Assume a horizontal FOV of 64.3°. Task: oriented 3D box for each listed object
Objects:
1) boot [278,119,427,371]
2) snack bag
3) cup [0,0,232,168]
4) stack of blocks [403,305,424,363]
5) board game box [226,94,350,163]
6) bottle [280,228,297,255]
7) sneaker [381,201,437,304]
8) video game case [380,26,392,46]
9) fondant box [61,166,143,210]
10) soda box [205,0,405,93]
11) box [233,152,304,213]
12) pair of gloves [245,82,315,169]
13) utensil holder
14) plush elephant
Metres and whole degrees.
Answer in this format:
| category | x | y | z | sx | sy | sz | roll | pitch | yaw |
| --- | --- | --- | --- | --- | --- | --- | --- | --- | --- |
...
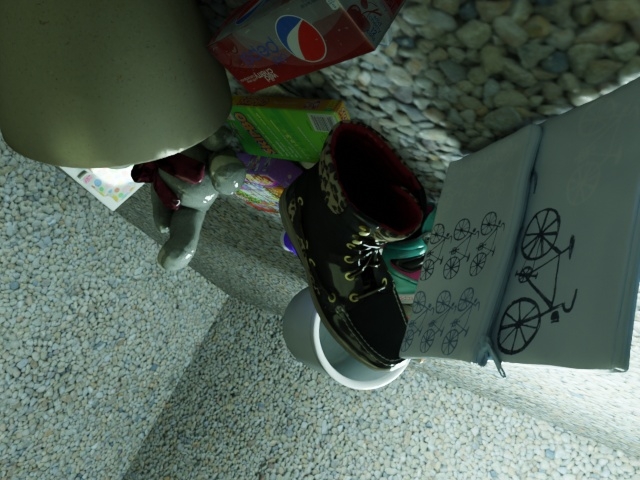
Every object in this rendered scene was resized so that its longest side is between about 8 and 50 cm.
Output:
| category | x | y | z | sx | sy | sz | roll | pitch | yaw |
| --- | --- | --- | --- | --- | --- | --- | --- | --- | --- |
| boot | 0.071 | 0.020 | 0.799 | 0.377 | 0.138 | 0.284 | 65 | 158 | 11 |
| snack bag | 0.225 | -0.005 | 0.592 | 0.037 | 0.323 | 0.342 | 24 | 164 | -17 |
| cup | -0.299 | -0.287 | 0.693 | 0.331 | 0.331 | 0.237 | 21 | 136 | 21 |
| stack of blocks | 0.212 | 0.141 | 1.116 | 0.171 | 0.087 | 0.297 | 19 | -157 | 30 |
| board game box | -0.055 | -0.187 | 0.870 | 0.259 | 0.039 | 0.124 | 11 | 149 | 33 |
| bottle | 0.000 | 0.000 | 1.280 | 0.092 | 0.118 | 0.283 | 39 | 159 | -31 |
| sneaker | 0.248 | 0.013 | 0.960 | 0.295 | 0.124 | 0.178 | -9 | 115 | 15 |
| video game case | 0.019 | -0.302 | 0.586 | 0.119 | 0.015 | 0.166 | 22 | 161 | 22 |
| fondant box | -0.461 | -0.245 | 1.068 | 0.096 | 0.238 | 0.330 | 40 | 169 | 30 |
| soda box | -0.030 | -0.258 | 0.614 | 0.092 | 0.083 | 0.263 | 41 | 159 | -33 |
| box | -0.120 | -0.124 | 1.161 | 0.201 | 0.057 | 0.293 | 34 | 165 | -38 |
| pair of gloves | -0.041 | -0.190 | 0.943 | 0.240 | 0.042 | 0.204 | 34 | 161 | -19 |
| utensil holder | 0.068 | 0.278 | 1.623 | 0.327 | 0.328 | 0.385 | 33 | 164 | -13 |
| plush elephant | -0.307 | -0.165 | 0.975 | 0.255 | 0.330 | 0.272 | 25 | 125 | -26 |
